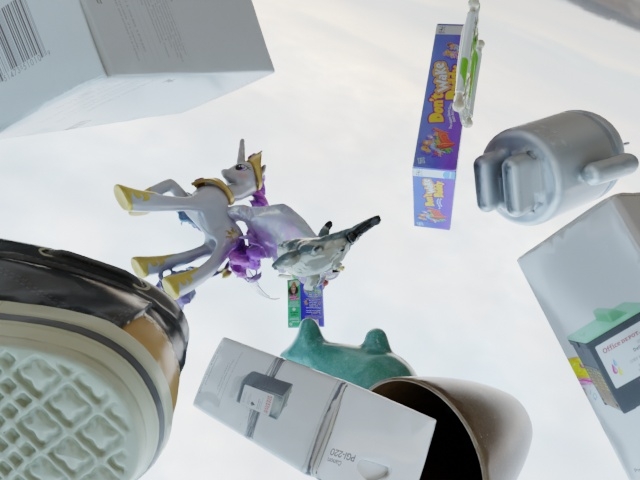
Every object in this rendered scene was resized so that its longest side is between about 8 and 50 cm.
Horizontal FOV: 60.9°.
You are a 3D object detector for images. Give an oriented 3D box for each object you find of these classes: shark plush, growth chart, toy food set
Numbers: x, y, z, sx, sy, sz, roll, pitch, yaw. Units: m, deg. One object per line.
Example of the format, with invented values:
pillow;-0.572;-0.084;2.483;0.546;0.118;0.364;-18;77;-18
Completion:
shark plush;0.000;0.000;0.691;0.073;0.161;0.067;29;-136;-27
growth chart;0.220;-0.258;0.804;0.021;0.171;0.237;9;-174;18
toy food set;-0.023;0.100;1.364;0.128;0.218;0.071;12;-114;-19

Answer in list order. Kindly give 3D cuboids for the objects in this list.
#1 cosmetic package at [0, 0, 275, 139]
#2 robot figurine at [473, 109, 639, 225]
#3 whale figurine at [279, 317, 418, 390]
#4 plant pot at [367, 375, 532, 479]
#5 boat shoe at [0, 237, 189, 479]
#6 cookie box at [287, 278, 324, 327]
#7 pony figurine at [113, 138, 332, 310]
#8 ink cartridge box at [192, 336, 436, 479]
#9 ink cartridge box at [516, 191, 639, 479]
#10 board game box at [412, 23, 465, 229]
cosmetic package;-0.249;-0.258;0.732;0.217;0.156;0.385;-14;-170;27
robot figurine;0.473;-0.152;1.113;0.354;0.199;0.300;-20;-157;-29
whale figurine;0.039;0.238;0.922;0.272;0.216;0.141;35;-178;26
plant pot;0.198;0.285;0.770;0.230;0.215;0.215;1;-149;-43
boat shoe;-0.338;0.069;0.420;0.501;0.186;0.156;8;-160;6
cookie box;-0.033;0.143;1.227;0.040;0.107;0.092;-9;168;34
pony figurine;-0.187;-0.013;1.090;0.363;0.303;0.351;-28;-88;-42
ink cartridge box;-0.012;0.188;0.591;0.159;0.092;0.218;32;164;-36
ink cartridge box;0.333;0.102;0.488;0.201;0.117;0.278;-3;-117;-36
board game box;0.252;-0.229;1.118;0.078;0.233;0.347;7;-115;13
